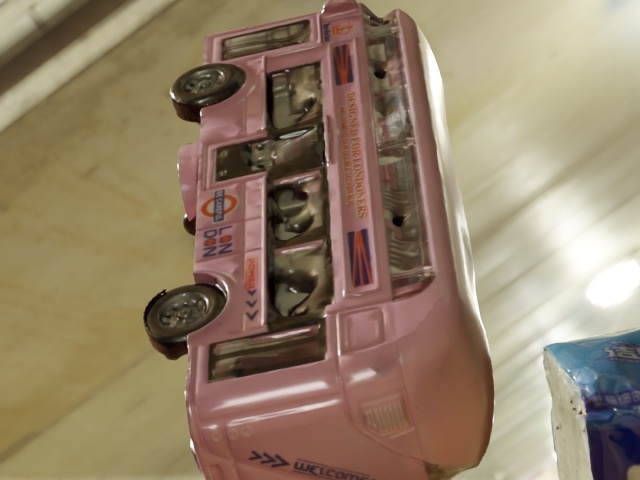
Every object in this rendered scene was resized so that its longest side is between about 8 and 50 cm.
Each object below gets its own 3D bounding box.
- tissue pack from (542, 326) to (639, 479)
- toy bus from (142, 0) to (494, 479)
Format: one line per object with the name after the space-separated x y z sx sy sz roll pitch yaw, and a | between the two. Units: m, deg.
0.259 0.134 0.820 0.137 0.269 0.209 -109 8 -81 | tissue pack
0.000 0.000 0.486 0.203 0.090 0.063 -94 -10 -54 | toy bus
